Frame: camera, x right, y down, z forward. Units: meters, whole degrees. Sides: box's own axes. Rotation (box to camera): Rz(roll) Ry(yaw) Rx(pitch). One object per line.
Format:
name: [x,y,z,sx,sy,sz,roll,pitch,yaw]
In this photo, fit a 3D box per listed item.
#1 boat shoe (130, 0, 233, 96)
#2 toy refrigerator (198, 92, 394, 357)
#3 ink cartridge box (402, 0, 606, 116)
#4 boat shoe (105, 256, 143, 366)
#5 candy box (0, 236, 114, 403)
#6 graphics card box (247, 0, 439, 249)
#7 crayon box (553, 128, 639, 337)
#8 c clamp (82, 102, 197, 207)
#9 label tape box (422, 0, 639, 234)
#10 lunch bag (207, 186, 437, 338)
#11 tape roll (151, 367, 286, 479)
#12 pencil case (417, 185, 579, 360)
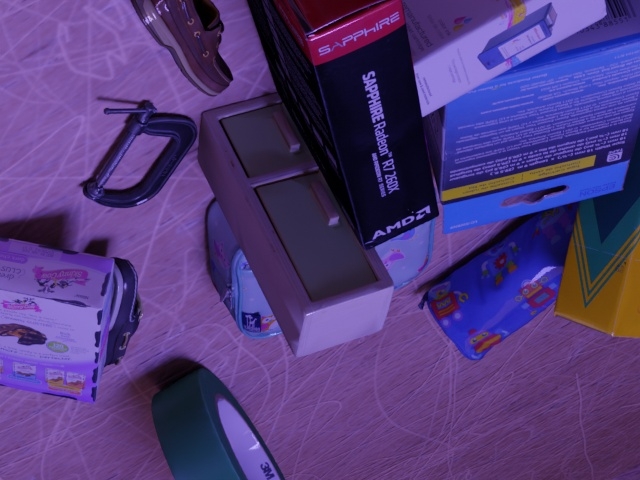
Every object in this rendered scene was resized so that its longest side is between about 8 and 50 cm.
boat shoe: [-0.118,-0.195,1.357,0.060,0.064,0.178,-29,149,6]
toy refrigerator: [-0.030,-0.024,1.495,0.102,0.269,0.094,-16,148,-19]
ink cartridge box: [0.150,-0.245,1.413,0.212,0.154,0.093,-28,149,1]
boat shoe: [-0.247,0.084,1.683,0.069,0.081,0.227,-13,155,-30]
candy box: [-0.313,0.085,1.559,0.165,0.070,0.196,12,142,-3]
graphics card box: [0.008,-0.176,1.324,0.094,0.232,0.371,-26,150,-5]
crayon box: [0.482,-0.027,1.924,0.363,0.106,0.313,7,97,-47]
c clamp: [-0.199,-0.088,1.510,0.137,0.022,0.160,-7,144,-41]
label tape box: [0.241,-0.152,1.646,0.241,0.106,0.333,-13,154,-4]
lunch bag: [0.000,0.000,1.724,0.279,0.108,0.224,-20,150,-15]
tape roll: [-0.112,0.327,1.931,0.077,0.321,0.321,-29,151,4]
pencil case: [0.288,0.037,2.018,0.306,0.133,0.119,-40,125,18]
